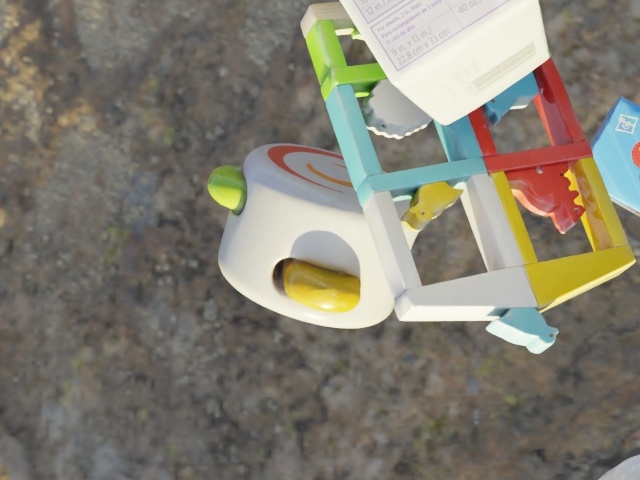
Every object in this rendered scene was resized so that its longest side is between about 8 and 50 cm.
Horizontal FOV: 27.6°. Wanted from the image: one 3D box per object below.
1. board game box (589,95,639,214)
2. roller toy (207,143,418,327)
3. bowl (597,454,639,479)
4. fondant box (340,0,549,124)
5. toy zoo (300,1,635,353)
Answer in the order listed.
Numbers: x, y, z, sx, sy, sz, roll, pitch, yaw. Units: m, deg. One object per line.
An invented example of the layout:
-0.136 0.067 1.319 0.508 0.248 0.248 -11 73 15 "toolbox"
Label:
0.401 -0.026 1.292 0.302 0.308 0.086 30 98 7 "board game box"
0.000 0.000 1.312 0.209 0.191 0.146 31 112 37 "roller toy"
0.310 0.251 1.207 0.170 0.170 0.080 14 129 44 "bowl"
0.016 -0.242 0.815 0.096 0.238 0.330 -33 84 10 "fondant box"
0.116 -0.054 0.973 0.030 0.192 0.293 127 128 -60 "toy zoo"
